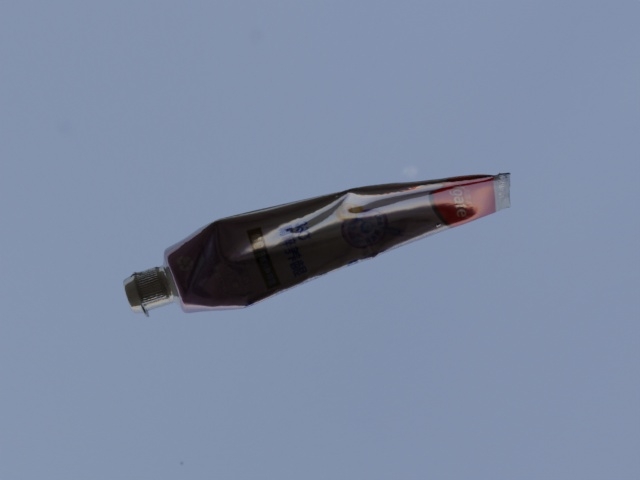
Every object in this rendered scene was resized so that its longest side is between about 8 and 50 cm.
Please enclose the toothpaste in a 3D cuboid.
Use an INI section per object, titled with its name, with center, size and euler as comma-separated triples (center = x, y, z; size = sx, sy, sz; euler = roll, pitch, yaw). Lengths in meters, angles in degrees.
[toothpaste]
center = 0.000, 0.000, 1.290
size = 0.301, 0.075, 0.048
euler = -16, -137, -2
